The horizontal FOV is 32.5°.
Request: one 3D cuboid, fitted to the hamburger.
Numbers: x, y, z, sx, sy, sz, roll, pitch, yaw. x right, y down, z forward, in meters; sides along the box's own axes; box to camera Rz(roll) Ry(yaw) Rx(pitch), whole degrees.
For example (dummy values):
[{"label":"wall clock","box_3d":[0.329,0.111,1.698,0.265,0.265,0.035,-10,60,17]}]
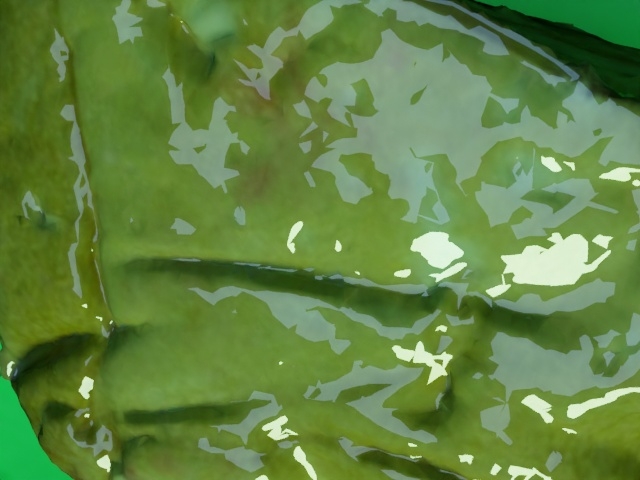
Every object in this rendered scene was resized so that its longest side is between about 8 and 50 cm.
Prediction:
[{"label":"hamburger","box_3d":[-0.001,0.003,0.395,0.329,0.162,0.209,21,105,6]}]
